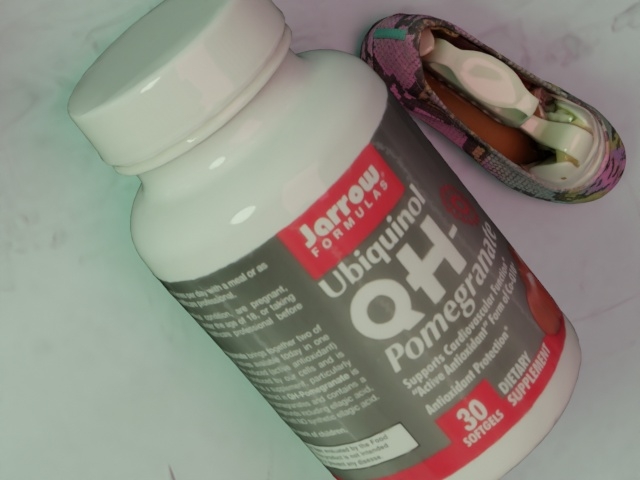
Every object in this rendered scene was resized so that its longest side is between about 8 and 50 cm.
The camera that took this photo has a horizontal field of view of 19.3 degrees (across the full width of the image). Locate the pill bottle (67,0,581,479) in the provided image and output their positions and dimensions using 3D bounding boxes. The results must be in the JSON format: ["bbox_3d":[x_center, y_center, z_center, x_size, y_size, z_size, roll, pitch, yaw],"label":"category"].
[{"bbox_3d":[0.000,0.000,1.113,0.176,0.176,0.318,-46,113,-15],"label":"pill bottle"}]

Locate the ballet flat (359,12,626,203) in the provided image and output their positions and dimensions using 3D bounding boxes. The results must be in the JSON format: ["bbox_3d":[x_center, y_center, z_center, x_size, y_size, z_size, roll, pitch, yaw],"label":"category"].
[{"bbox_3d":[0.126,-0.081,1.221,0.221,0.079,0.077,28,82,-26],"label":"ballet flat"}]
